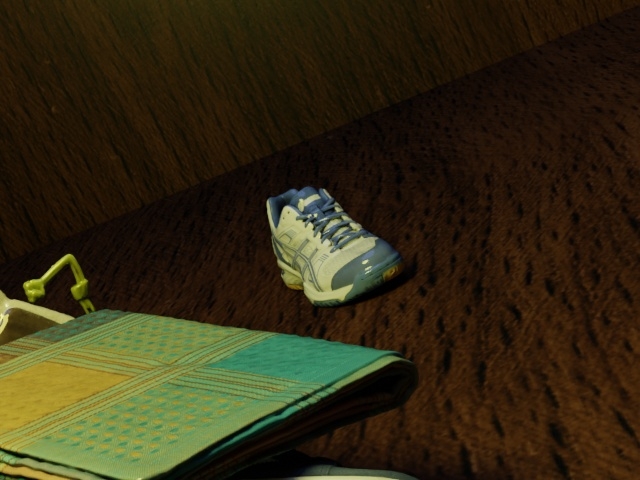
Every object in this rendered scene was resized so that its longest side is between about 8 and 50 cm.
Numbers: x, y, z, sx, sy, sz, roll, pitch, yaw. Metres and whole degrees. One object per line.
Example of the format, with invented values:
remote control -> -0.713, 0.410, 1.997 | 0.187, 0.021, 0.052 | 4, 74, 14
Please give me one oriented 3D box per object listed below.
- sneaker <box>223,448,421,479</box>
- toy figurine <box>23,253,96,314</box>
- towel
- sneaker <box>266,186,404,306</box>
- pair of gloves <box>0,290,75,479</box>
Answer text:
sneaker -> -0.046, 0.171, 0.964 | 0.350, 0.131, 0.148 | -12, 41, 39
toy figurine -> -0.322, 0.203, 1.264 | 0.362, 0.191, 0.217 | -49, 7, -25
towel -> -0.147, 0.115, 0.969 | 0.370, 0.040, 0.271 | 4, 16, 44
sneaker -> 0.000, 0.000, 1.673 | 0.112, 0.131, 0.296 | -26, 14, -21
pair of gloves -> -0.255, 0.169, 1.138 | 0.042, 0.204, 0.240 | 123, 169, -64
